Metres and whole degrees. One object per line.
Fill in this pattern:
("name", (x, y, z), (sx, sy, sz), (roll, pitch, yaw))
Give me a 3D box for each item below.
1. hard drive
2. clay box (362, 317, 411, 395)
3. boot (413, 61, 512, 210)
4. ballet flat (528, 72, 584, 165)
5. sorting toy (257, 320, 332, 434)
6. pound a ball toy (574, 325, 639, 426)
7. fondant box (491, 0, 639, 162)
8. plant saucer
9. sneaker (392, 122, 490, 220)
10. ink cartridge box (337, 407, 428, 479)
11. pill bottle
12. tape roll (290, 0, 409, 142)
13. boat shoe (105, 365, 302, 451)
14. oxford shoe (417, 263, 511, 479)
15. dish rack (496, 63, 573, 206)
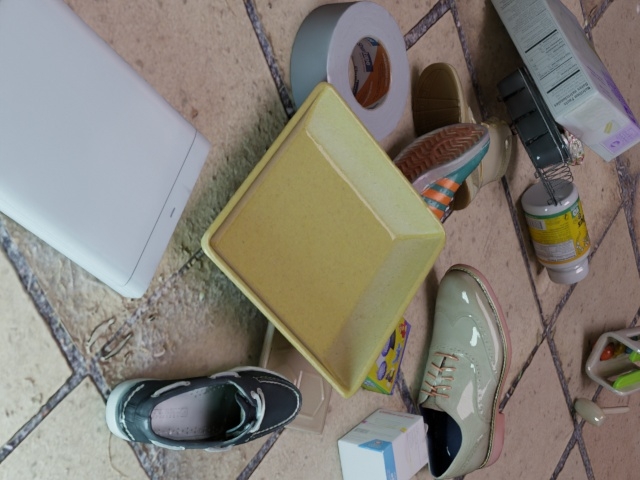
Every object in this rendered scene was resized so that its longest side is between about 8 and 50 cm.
("hard drive", (-0.284, -0.116, 1.194), (0.353, 0.047, 0.233), (44, 60, -44))
("clay box", (0.078, 0.159, 1.646), (0.222, 0.053, 0.127), (46, 57, -61))
("boot", (0.264, -0.207, 1.851), (0.203, 0.095, 0.261), (-32, 113, -50))
("ballet flat", (0.473, -0.240, 2.132), (0.077, 0.091, 0.241), (-45, 118, -31))
("sorting toy", (-0.037, 0.186, 1.557), (0.208, 0.038, 0.193), (27, 72, -55))
("pound a ball toy", (0.720, 0.311, 2.488), (0.319, 0.136, 0.208), (-1, 120, -52))
("fondant box", (0.468, -0.333, 1.957), (0.238, 0.096, 0.330), (23, 40, -49))
("plant saucer", (0.000, 0.000, 1.482), (0.332, 0.081, 0.332), (49, 58, -25))
("sneaker", (0.168, -0.077, 1.705), (0.302, 0.108, 0.121), (-38, 132, -17))
("ink cartridge box", (0.111, 0.347, 1.712), (0.143, 0.092, 0.089), (-27, 115, -47))
("pill bottle", (0.499, -0.014, 2.153), (0.117, 0.118, 0.208), (-48, 128, -38))
("tape roll", (0.049, -0.257, 1.588), (0.219, 0.072, 0.219), (-8, 100, -51))
("boat shoe", (-0.129, 0.227, 1.353), (0.303, 0.091, 0.114), (-2, 93, -42))
("oxford shoe", (0.249, 0.243, 1.847), (0.147, 0.141, 0.396), (-15, 104, -43))
("dish rack", (0.414, -0.186, 1.954), (0.271, 0.074, 0.208), (43, 24, -62))
